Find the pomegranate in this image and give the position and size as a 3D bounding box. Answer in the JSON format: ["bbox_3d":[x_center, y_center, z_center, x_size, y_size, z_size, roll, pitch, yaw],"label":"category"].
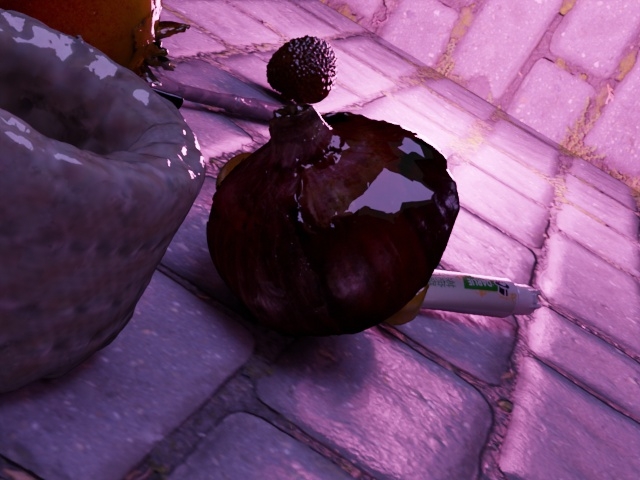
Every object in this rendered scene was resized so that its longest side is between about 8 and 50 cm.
[{"bbox_3d":[-0.278,-0.266,1.280,0.235,0.210,0.210,22,20,-23],"label":"pomegranate"}]

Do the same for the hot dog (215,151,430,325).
[{"bbox_3d":[-0.001,-0.001,1.210,0.088,0.061,0.286,-38,64,-26],"label":"hot dog"}]

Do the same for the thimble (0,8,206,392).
[{"bbox_3d":[-0.242,-0.045,0.768,0.291,0.195,0.291,28,18,-10],"label":"thimble"}]

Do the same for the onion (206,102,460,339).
[{"bbox_3d":[0.003,-0.030,1.025,0.252,0.252,0.219,53,-13,51],"label":"onion"}]

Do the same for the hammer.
[{"bbox_3d":[-0.151,-0.211,1.593,0.152,0.044,0.427,41,20,27],"label":"hammer"}]

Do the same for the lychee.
[{"bbox_3d":[-0.029,-0.295,1.884,0.123,0.123,0.129,30,54,-1],"label":"lychee"}]

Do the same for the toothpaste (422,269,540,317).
[{"bbox_3d":[0.147,0.062,1.319,0.314,0.056,0.058,8,-9,-39],"label":"toothpaste"}]
